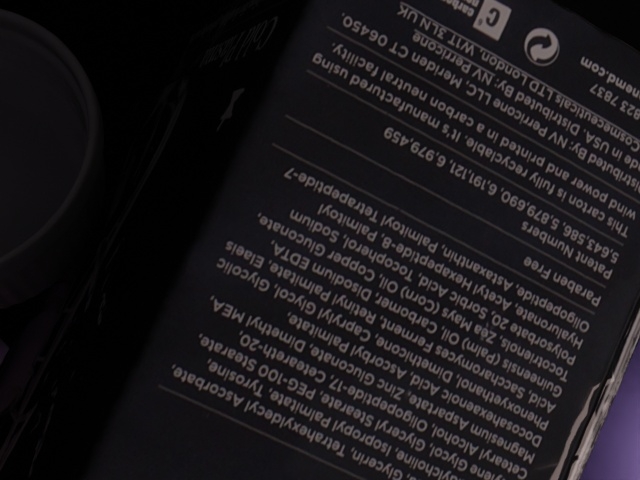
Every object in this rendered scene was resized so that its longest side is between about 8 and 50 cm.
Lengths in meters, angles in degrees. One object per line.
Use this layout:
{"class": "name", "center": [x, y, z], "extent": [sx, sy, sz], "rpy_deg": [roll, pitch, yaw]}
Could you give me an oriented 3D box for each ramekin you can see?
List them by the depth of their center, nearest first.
{"class": "ramekin", "center": [-0.244, -0.047, 0.952], "extent": [0.207, 0.207, 0.109], "rpy_deg": [-49, 163, -15]}

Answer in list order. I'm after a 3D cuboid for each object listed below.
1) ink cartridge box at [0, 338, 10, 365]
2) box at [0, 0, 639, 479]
{"class": "ink cartridge box", "center": [-0.320, 0.118, 1.168], "extent": [0.115, 0.067, 0.198], "rpy_deg": [-50, 154, -14]}
{"class": "box", "center": [-0.031, 0.069, 0.999], "extent": [0.471, 0.297, 0.480], "rpy_deg": [-67, -163, -9]}
